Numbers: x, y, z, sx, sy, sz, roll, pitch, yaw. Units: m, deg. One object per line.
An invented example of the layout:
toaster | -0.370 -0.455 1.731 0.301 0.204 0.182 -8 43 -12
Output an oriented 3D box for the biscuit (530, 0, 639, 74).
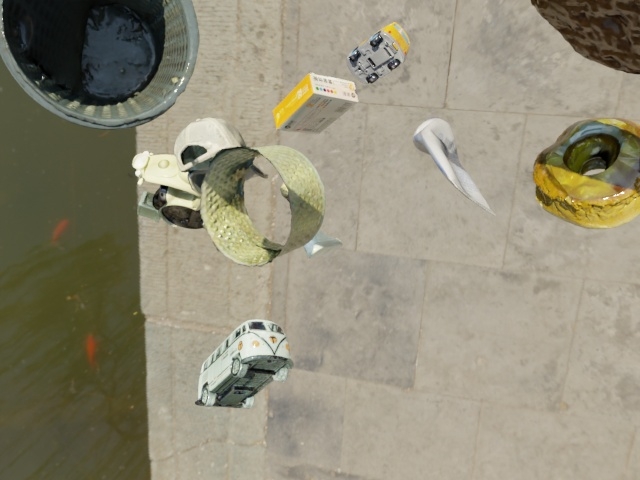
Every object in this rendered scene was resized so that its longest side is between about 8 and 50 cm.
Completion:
biscuit | 0.530 -0.431 0.798 0.342 0.395 0.166 36 91 -18

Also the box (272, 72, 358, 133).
box | -0.024 -0.507 1.901 0.273 0.220 0.091 -28 69 48

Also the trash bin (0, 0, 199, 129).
trash bin | -0.225 -0.205 0.521 0.175 0.161 0.176 -5 104 -21

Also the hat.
hat | -0.261 -0.223 1.356 0.231 0.275 0.161 -9 65 32

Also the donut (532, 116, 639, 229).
donut | 0.723 -0.193 1.333 0.329 0.330 0.160 -29 129 18

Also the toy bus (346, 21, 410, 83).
toy bus | 0.196 -0.627 1.671 0.126 0.136 0.209 44 146 -22

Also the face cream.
face cream | 0.438 -0.268 1.698 0.234 0.421 0.137 27 121 -39

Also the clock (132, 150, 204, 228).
clock | -0.461 -0.162 1.611 0.276 0.120 0.379 16 147 -12

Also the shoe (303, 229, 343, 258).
shoe | 0.000 0.000 1.873 0.095 0.265 0.110 -40 79 16

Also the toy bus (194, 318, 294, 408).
toy bus | -0.115 0.187 0.753 0.087 0.089 0.194 14 138 -29

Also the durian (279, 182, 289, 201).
durian | -0.077 -0.144 1.451 0.052 0.130 0.066 -22 115 20

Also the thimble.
thimble | -0.131 -0.087 1.144 0.270 0.150 0.271 10 108 31
